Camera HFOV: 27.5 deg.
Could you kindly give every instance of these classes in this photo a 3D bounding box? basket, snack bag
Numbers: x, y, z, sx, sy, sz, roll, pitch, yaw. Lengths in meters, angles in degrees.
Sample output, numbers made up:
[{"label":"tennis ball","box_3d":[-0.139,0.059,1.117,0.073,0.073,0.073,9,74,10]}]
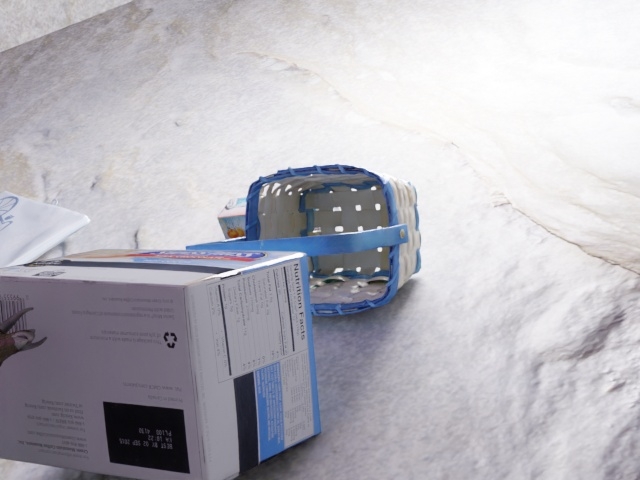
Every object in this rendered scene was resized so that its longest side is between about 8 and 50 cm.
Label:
[{"label":"basket","box_3d":[0.000,0.000,1.723,0.254,0.201,0.289,-2,0,33]},{"label":"snack bag","box_3d":[-0.599,0.020,2.316,0.323,0.037,0.342,-37,31,-30]}]

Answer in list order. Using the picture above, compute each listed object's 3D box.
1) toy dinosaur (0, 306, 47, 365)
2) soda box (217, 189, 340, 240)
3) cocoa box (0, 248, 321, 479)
[{"label":"toy dinosaur","box_3d":[-0.471,0.115,1.401,0.313,0.121,0.160,16,16,0]},{"label":"soda box","box_3d":[-0.064,-0.037,2.033,0.183,0.058,0.063,-6,30,24]},{"label":"cocoa box","box_3d":[-0.204,0.136,1.542,0.347,0.232,0.228,1,9,35]}]
